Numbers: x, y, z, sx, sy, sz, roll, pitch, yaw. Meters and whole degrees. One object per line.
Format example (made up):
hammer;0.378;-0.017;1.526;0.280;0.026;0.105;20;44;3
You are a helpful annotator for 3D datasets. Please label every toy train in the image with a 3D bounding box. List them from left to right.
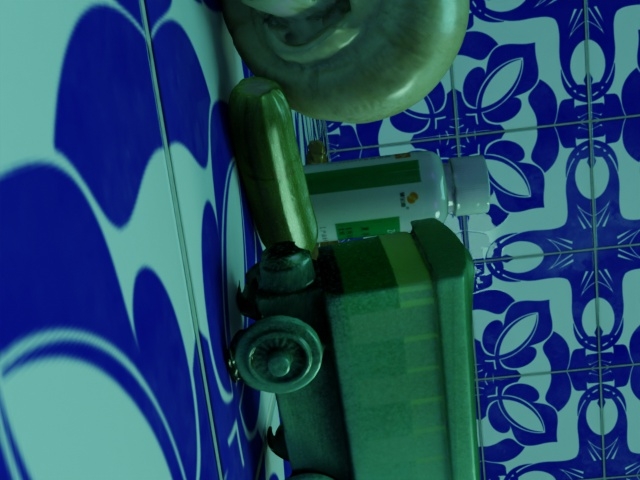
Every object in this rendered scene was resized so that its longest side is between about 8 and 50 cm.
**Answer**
toy train;0.036;0.131;0.663;0.120;0.202;0.301;-99;-179;-65

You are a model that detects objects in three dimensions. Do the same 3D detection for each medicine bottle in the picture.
medicine bottle;0.062;-0.051;0.894;0.095;0.259;0.095;-6;90;-85

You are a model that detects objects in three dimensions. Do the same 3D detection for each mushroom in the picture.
mushroom;0.009;-0.241;0.705;0.234;0.260;0.254;-7;125;-63

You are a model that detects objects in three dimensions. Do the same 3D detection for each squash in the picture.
squash;-0.045;-0.062;0.766;0.229;0.066;0.066;79;6;-47

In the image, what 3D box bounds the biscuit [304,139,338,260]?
biscuit;-0.004;0.000;1.393;0.269;0.051;0.376;60;27;-76
